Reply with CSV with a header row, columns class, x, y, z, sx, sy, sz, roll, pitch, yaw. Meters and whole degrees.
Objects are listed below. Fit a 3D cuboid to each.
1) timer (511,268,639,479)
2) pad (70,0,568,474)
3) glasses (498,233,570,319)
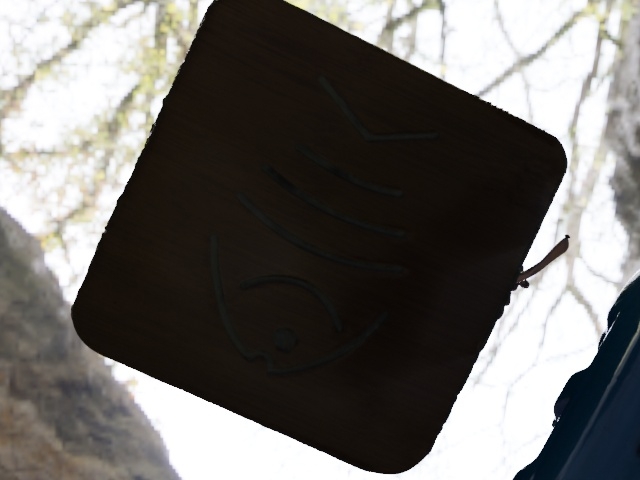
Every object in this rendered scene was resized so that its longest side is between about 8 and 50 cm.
class,x,y,z,sx,sy,sz,roll,pitch,yaw
timer,0.250,0.174,0.652,0.309,0.115,0.340,42,-121,-7
pad,0.000,0.000,0.869,0.286,0.284,0.018,25,-177,-8
glasses,0.136,0.044,1.158,0.255,0.162,0.095,-6,-147,-41
